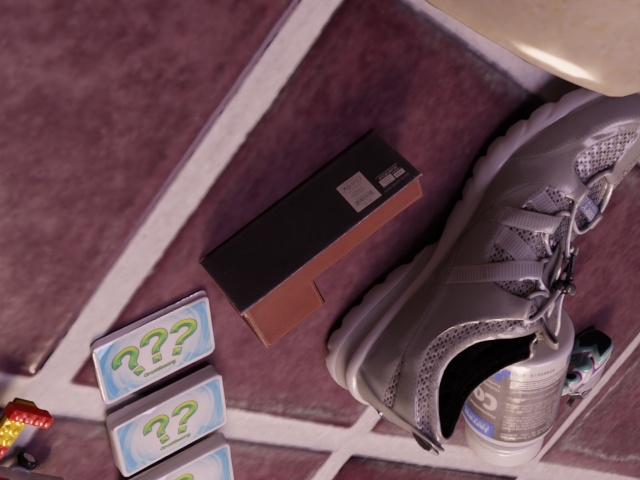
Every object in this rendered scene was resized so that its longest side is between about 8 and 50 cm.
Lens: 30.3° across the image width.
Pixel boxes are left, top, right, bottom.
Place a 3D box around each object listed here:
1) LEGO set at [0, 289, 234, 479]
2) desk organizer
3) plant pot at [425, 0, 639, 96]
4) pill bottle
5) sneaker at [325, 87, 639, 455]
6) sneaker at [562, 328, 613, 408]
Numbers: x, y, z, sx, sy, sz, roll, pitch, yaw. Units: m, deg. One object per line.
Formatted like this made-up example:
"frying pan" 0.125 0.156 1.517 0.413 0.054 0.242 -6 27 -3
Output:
"LEGO set" -0.154 0.153 0.690 0.244 0.060 0.182 -24 136 -24
"desk organizer" 0.000 0.000 0.692 0.130 0.047 0.050 -38 146 -8
"plant pot" 0.146 -0.231 0.412 0.333 0.334 0.305 -5 141 -41
"pill bottle" 0.149 0.110 0.917 0.078 0.078 0.137 -25 140 -23
"sneaker" 0.135 0.022 0.783 0.281 0.115 0.105 -50 144 9
"sneaker" 0.214 0.126 1.029 0.098 0.038 0.069 -27 140 -21
